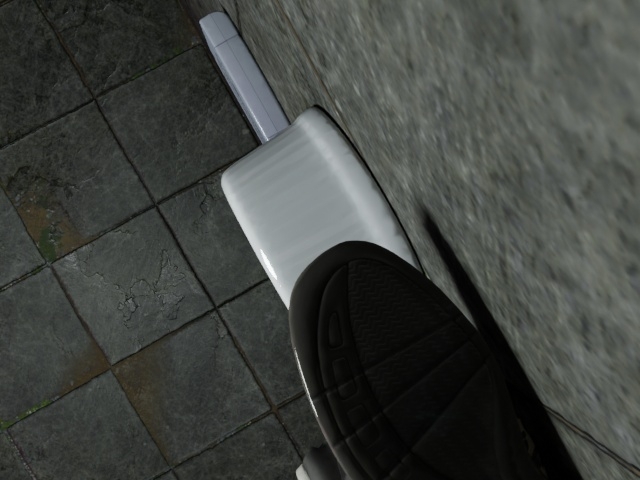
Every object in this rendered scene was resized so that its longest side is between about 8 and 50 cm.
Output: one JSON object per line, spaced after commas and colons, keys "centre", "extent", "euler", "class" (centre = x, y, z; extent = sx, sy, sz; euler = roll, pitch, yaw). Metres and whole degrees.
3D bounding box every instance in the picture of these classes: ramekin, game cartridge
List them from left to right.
{"centre": [-0.116, -0.252, 1.087], "extent": [0.297, 0.062, 0.198], "euler": [61, 173, -1], "class": "game cartridge"}
{"centre": [0.000, 0.000, 0.702], "extent": [0.277, 0.135, 0.277], "euler": [61, 178, 4], "class": "ramekin"}

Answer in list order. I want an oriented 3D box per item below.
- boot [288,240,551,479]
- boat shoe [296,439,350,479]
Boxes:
{"centre": [0.098, 0.163, 0.570], "extent": [0.377, 0.138, 0.284], "euler": [51, 178, -4], "class": "boot"}
{"centre": [0.074, 0.295, 0.627], "extent": [0.112, 0.095, 0.335], "euler": [40, 174, -27], "class": "boat shoe"}
